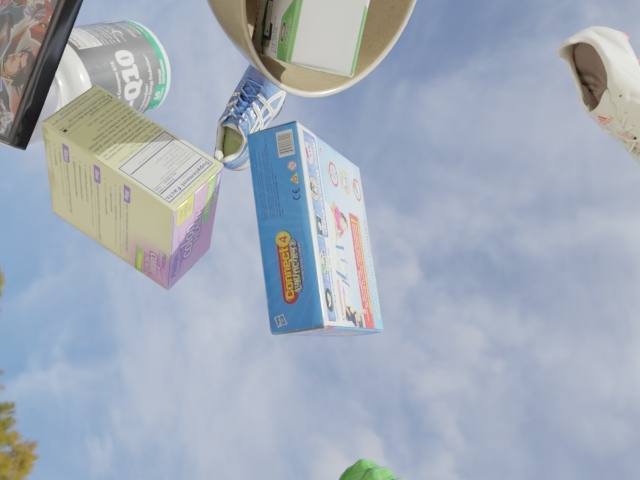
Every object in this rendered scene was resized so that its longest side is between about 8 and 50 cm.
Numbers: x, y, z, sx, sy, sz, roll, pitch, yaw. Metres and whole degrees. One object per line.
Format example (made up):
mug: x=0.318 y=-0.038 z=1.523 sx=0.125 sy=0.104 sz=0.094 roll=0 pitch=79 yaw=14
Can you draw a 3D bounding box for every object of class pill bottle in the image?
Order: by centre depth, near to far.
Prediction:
pill bottle: x=-0.472 y=-0.303 z=1.411 sx=0.204 sy=0.361 sz=0.204 roll=11 pitch=-64 yaw=23

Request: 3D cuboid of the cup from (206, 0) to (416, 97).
cup: x=-0.046 y=-0.402 z=1.042 sx=0.237 sy=0.331 sz=0.331 roll=37 pitch=-60 yaw=35

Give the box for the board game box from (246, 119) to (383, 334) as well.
board game box: x=0.000 y=0.000 z=1.191 sx=0.086 sy=0.302 sz=0.308 roll=-12 pitch=-102 yaw=18

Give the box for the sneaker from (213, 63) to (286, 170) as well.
sneaker: x=-0.116 y=-0.209 z=1.207 sx=0.080 sy=0.081 sz=0.211 roll=22 pitch=-75 yaw=11

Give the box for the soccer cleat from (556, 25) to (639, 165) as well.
soccer cleat: x=0.281 y=-0.107 z=0.657 sx=0.196 sy=0.076 sz=0.068 roll=61 pitch=-32 yaw=17

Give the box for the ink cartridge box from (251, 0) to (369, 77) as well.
ink cartridge box: x=-0.016 y=-0.306 z=0.946 sx=0.219 sy=0.093 sz=0.160 roll=-136 pitch=-125 yaw=-65

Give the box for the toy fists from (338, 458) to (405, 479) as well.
toy fists: x=0.129 y=0.485 z=1.193 sx=0.279 sy=0.096 sz=0.142 roll=53 pitch=-55 yaw=24

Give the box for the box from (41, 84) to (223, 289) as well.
box: x=-0.289 y=-0.078 z=1.134 sx=0.243 sy=0.117 sz=0.213 roll=33 pitch=-37 yaw=10

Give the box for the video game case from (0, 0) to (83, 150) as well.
video game case: x=-0.486 y=-0.297 z=1.117 sx=0.248 sy=0.035 sz=0.274 roll=21 pitch=-90 yaw=29
